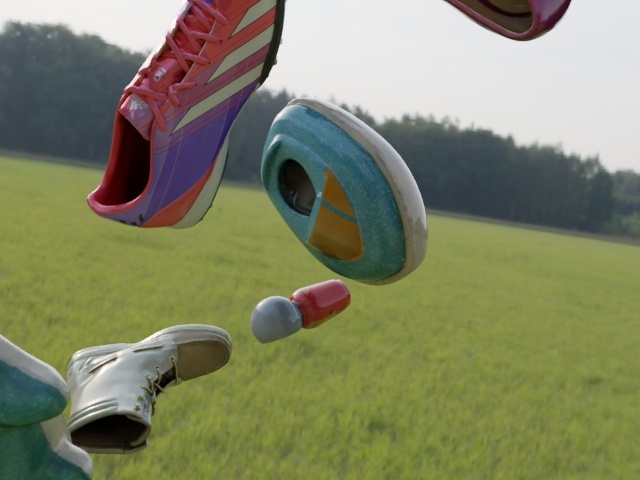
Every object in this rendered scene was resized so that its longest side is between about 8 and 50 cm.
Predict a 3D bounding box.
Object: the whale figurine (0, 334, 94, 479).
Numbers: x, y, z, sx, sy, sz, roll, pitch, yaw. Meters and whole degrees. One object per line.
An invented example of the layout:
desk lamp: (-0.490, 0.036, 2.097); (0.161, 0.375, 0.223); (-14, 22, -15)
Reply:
whale figurine: (-0.302, 0.172, 0.777); (0.216, 0.141, 0.272); (35, -37, -9)

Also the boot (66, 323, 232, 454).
boot: (-0.205, 0.181, 1.100); (0.213, 0.077, 0.165); (-10, 26, -8)

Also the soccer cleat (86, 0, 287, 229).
soccer cleat: (-0.129, -0.152, 0.864); (0.109, 0.318, 0.116); (37, 25, 32)

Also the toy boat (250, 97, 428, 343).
toy boat: (0.000, 0.000, 1.117); (0.148, 0.318, 0.267); (-20, 50, -36)

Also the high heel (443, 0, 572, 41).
high heel: (0.017, -0.181, 0.425); (0.244, 0.082, 0.117); (37, 37, -8)
